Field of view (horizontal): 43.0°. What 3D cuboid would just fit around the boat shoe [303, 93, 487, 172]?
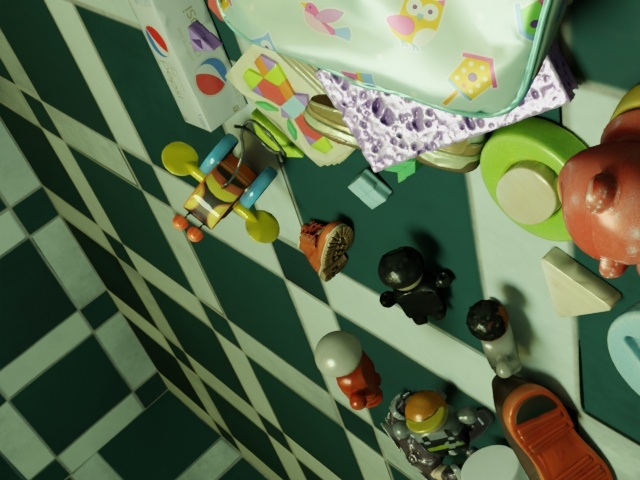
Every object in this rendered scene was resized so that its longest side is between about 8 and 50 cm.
[{"bbox_3d":[0.077,-0.130,0.826,0.190,0.068,0.072,14,127,9],"label":"boat shoe"}]

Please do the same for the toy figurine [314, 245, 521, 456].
[{"bbox_3d":[0.124,0.134,0.993,0.209,0.213,0.148,31,165,38],"label":"toy figurine"}]

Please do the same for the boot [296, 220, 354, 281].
[{"bbox_3d":[0.000,0.000,1.214,0.084,0.059,0.158,49,159,13],"label":"boot"}]

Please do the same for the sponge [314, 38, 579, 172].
[{"bbox_3d":[0.106,-0.143,0.724,0.210,0.031,0.117,-17,113,40],"label":"sponge"}]

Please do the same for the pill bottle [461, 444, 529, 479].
[{"bbox_3d":[0.299,0.420,1.237,0.124,0.124,0.221,11,136,56],"label":"pill bottle"}]

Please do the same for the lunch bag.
[{"bbox_3d":[0.061,-0.228,0.594,0.279,0.108,0.224,22,131,16],"label":"lunch bag"}]

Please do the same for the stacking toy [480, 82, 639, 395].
[{"bbox_3d":[0.244,0.028,0.718,0.279,0.130,0.309,9,135,56],"label":"stacking toy"}]

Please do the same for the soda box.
[{"bbox_3d":[-0.180,-0.260,1.110,0.069,0.074,0.216,26,147,43],"label":"soda box"}]

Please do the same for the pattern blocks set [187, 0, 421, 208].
[{"bbox_3d":[-0.026,-0.165,0.965,0.325,0.026,0.285,37,158,2],"label":"pattern blocks set"}]

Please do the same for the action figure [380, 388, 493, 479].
[{"bbox_3d":[0.188,0.326,1.337,0.185,0.099,0.285,36,159,12],"label":"action figure"}]

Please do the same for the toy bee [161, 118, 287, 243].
[{"bbox_3d":[-0.152,-0.075,1.157,0.195,0.162,0.298,37,170,16],"label":"toy bee"}]

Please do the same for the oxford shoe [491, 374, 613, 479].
[{"bbox_3d":[0.309,0.285,1.081,0.271,0.097,0.098,62,174,-19],"label":"oxford shoe"}]
